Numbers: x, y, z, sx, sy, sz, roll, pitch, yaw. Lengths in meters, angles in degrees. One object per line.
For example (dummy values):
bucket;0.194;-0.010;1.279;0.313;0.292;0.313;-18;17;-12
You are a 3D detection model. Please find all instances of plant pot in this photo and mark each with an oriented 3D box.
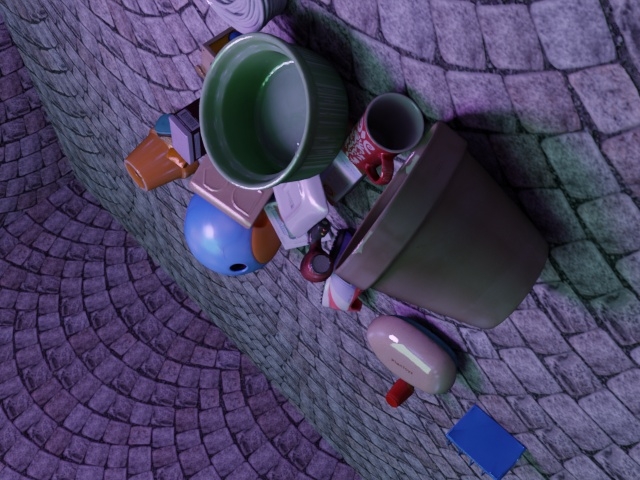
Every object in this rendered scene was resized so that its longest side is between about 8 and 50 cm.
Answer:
plant pot;0.226;-0.001;1.285;0.280;0.323;0.323;33;158;-1
plant pot;-0.546;-0.267;2.487;0.205;0.188;0.205;42;157;22

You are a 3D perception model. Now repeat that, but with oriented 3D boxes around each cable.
cable;-0.171;-0.535;1.447;0.257;0.089;0.257;35;155;33

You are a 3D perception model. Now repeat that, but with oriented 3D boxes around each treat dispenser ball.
treat dispenser ball;-0.242;-0.044;2.105;0.288;0.288;0.288;42;157;22

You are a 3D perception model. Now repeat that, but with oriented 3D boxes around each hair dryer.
hair dryer;0.000;0.000;1.841;0.080;0.223;0.293;10;131;-6

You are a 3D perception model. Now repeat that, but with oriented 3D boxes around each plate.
plate;-0.070;-0.158;1.693;0.277;0.045;0.277;145;110;-70

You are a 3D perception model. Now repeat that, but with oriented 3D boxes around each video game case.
video game case;-0.062;-0.053;1.987;0.143;0.019;0.157;-12;122;23

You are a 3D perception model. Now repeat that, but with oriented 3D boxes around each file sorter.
file sorter;0.431;0.546;1.954;0.170;0.118;0.104;40;159;26

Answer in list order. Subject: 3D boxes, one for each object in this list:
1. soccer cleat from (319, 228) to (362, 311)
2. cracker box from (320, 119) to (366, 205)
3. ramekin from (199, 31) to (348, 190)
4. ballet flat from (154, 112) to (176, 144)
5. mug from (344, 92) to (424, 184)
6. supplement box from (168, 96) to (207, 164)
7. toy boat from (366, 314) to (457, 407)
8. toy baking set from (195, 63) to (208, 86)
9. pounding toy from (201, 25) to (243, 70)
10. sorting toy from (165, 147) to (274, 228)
soccer cleat;0.072;0.085;1.978;0.117;0.108;0.318;17;142;7
cracker box;0.030;-0.183;1.639;0.155;0.067;0.232;51;160;1
ramekin;-0.088;-0.254;1.484;0.304;0.148;0.303;5;99;39
ballet flat;-0.379;-0.316;2.204;0.349;0.123;0.123;20;143;54
mug;0.102;-0.184;1.398;0.113;0.150;0.169;33;165;-8
supplement box;-0.239;-0.297;1.755;0.073;0.239;0.130;47;158;14
toy boat;0.242;0.316;1.958;0.267;0.148;0.318;35;146;24
toy baking set;-0.257;-0.371;1.969;0.197;0.030;0.256;44;158;25
pounding toy;-0.191;-0.396;1.636;0.130;0.141;0.100;48;158;8
sorting toy;-0.247;-0.203;1.950;0.307;0.229;0.041;35;-168;12
